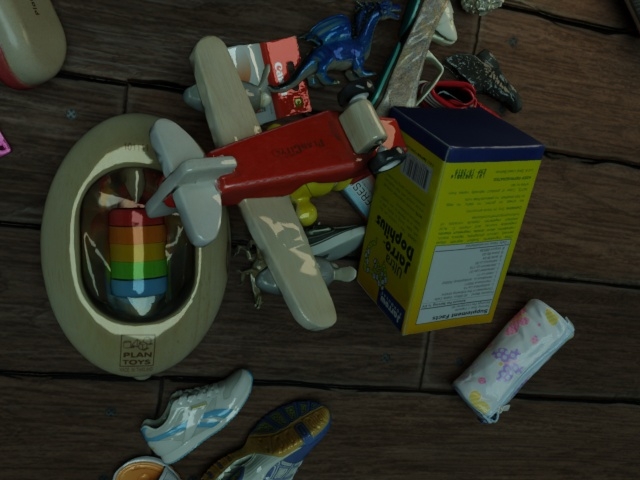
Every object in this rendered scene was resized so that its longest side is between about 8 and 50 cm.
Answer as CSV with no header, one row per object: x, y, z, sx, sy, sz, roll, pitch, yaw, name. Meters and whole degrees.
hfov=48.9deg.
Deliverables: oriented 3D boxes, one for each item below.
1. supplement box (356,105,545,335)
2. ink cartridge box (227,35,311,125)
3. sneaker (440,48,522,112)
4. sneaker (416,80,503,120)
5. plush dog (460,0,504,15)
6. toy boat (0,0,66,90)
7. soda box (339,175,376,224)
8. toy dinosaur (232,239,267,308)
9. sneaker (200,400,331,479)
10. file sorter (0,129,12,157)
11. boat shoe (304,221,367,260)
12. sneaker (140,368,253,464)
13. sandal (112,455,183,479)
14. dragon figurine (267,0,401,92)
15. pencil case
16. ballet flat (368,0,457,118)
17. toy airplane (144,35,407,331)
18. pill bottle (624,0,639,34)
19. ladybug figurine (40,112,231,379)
0.216,-0.038,1.251,0.194,0.195,0.356,-4,120,-25,supplement box
-0.110,-0.282,1.272,0.179,0.045,0.145,-15,103,-10,ink cartridge box
0.318,-0.305,1.384,0.089,0.051,0.170,-36,101,-7,sneaker
0.284,-0.237,1.342,0.221,0.128,0.087,19,93,-17,sneaker
0.343,-0.562,1.256,0.262,0.225,0.210,-43,107,-5,plush dog
-0.516,-0.348,1.117,0.151,0.151,0.231,-16,104,19,toy boat
0.071,-0.103,1.341,0.063,0.058,0.183,-42,106,-5,soda box
-0.112,0.033,1.325,0.092,0.053,0.183,29,77,-35,toy dinosaur
-0.093,0.433,1.370,0.296,0.112,0.131,-36,123,-6,sneaker
-0.648,-0.216,1.061,0.202,0.182,0.291,-29,105,-10,file sorter
0.000,0.000,1.322,0.219,0.078,0.070,-19,66,-32,boat shoe
-0.225,0.311,1.310,0.228,0.087,0.092,-39,104,-9,sneaker
-0.277,0.514,1.331,0.102,0.076,0.265,-42,107,-6,sandal
0.016,-0.353,1.271,0.289,0.085,0.144,-18,101,-17,dragon figurine
0.396,0.248,1.452,0.273,0.124,0.113,-47,107,-5,pencil case
0.182,-0.350,1.271,0.106,0.107,0.316,22,89,-9,ballet flat
-0.088,-0.094,1.096,0.384,0.272,0.386,25,67,-7,toy airplane
0.656,-0.549,1.379,0.161,0.161,0.283,-36,106,-7,pill bottle
-0.311,0.012,1.199,0.305,0.162,0.449,2,97,-17,ladybug figurine
